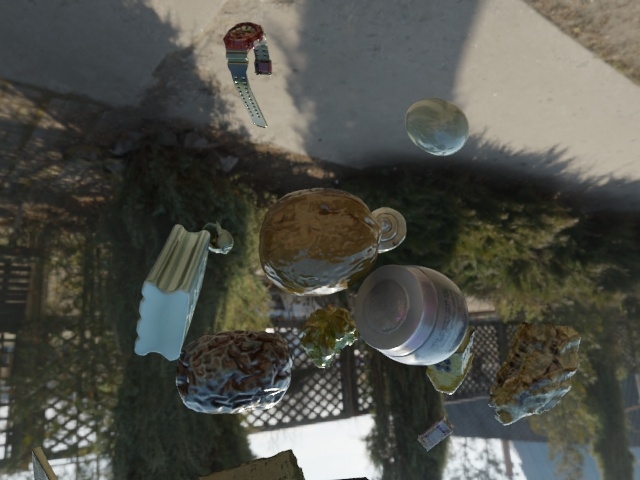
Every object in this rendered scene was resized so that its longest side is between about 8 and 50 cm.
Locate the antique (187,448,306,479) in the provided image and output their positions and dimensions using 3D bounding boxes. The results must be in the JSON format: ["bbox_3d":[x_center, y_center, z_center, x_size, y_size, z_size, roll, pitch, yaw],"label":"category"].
[{"bbox_3d":[-0.182,0.577,1.153,0.284,0.125,0.150,0,141,-32],"label":"antique"}]

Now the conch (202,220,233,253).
[{"bbox_3d":[-0.262,-0.001,1.301,0.076,0.085,0.057,-19,151,-31],"label":"conch"}]

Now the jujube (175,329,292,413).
[{"bbox_3d":[-0.227,0.350,1.382,0.317,0.226,0.226,7,162,-33],"label":"jujube"}]

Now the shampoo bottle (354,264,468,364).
[{"bbox_3d":[0.254,0.203,1.431,0.266,0.273,0.273,22,153,-40],"label":"shampoo bottle"}]

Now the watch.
[{"bbox_3d":[-0.180,-0.454,1.399,0.102,0.165,0.268,8,153,16],"label":"watch"}]

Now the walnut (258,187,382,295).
[{"bbox_3d":[0.000,0.000,1.365,0.332,0.333,0.333,-3,166,-1],"label":"walnut"}]

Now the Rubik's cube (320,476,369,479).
[{"bbox_3d":[0.101,0.931,1.599,0.305,0.310,0.307,-21,134,28],"label":"Rubik's cube"}]

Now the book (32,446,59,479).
[{"bbox_3d":[-0.730,0.712,1.398,0.025,0.191,0.269,-9,-161,-42],"label":"book"}]

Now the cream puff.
[{"bbox_3d":[0.026,0.305,1.766,0.221,0.195,0.194,-39,-175,-29],"label":"cream puff"}]

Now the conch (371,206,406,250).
[{"bbox_3d":[0.223,-0.009,1.715,0.158,0.127,0.255,-42,151,1],"label":"conch"}]

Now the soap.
[{"bbox_3d":[-0.291,0.094,1.040,0.087,0.160,0.265,11,-157,-8],"label":"soap"}]

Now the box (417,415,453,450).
[{"bbox_3d":[0.376,0.629,1.679,0.117,0.050,0.036,-47,166,16],"label":"box"}]

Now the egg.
[{"bbox_3d":[0.327,-0.327,1.463,0.151,0.209,0.151,-24,139,-23],"label":"egg"}]

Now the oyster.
[{"bbox_3d":[0.632,0.392,1.521,0.201,0.355,0.107,24,175,30],"label":"oyster"}]

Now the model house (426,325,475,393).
[{"bbox_3d":[0.505,0.470,2.045,0.174,0.234,0.193,11,-152,25],"label":"model house"}]
